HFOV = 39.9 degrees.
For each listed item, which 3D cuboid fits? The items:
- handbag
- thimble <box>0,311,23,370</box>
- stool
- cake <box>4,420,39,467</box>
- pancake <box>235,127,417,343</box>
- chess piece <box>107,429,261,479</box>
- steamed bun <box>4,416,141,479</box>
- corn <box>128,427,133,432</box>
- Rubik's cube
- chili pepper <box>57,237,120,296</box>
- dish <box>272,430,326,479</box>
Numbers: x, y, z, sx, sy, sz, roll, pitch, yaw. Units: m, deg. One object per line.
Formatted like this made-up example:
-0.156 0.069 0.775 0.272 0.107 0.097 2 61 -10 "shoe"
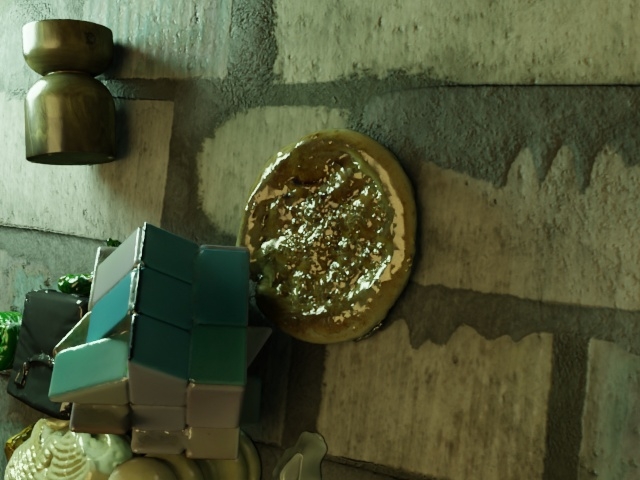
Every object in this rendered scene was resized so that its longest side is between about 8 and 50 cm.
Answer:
-0.529 0.224 1.767 0.275 0.088 0.244 4 80 46 "handbag"
-0.685 0.215 1.900 0.130 0.090 0.118 -49 67 18 "thimble"
-0.503 -0.290 1.767 0.179 0.179 0.264 -4 87 28 "stool"
-0.614 0.460 1.887 0.080 0.116 0.185 16 128 32 "cake"
0.001 0.000 1.545 0.382 0.071 0.382 -2 87 31 "pancake"
-0.250 0.417 1.541 0.167 0.299 0.167 -2 86 28 "chess piece"
-0.455 0.470 1.710 0.289 0.203 0.276 -42 45 20 "steamed bun"
-0.351 0.366 1.746 0.092 0.037 0.037 1 89 26 "corn"
-0.267 0.176 1.523 0.358 0.368 0.387 5 52 -7 "Rubik's cube"
-0.468 0.070 1.810 0.182 0.050 0.073 -34 67 21 "chili pepper"
-0.041 0.405 1.574 0.091 0.039 0.137 33 105 26 "dish"
